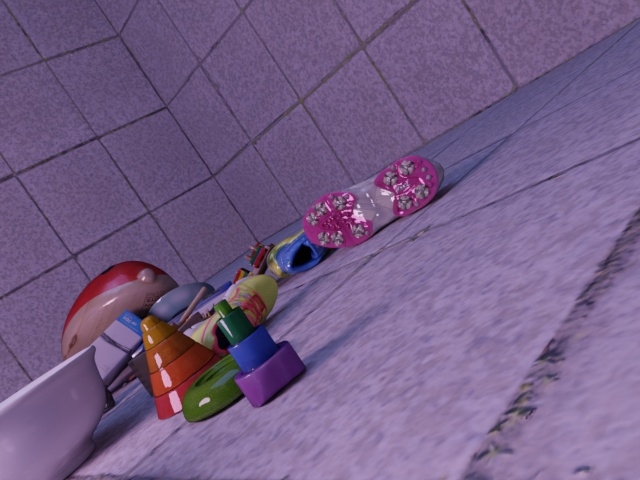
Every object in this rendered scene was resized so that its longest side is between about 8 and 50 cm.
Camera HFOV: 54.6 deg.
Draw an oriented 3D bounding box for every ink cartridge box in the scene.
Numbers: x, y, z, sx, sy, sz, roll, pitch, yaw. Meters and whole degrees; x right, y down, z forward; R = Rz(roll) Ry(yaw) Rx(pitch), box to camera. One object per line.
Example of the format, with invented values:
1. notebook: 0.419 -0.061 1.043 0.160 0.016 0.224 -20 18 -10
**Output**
1. ink cartridge box: -0.492 0.274 1.437 0.140 0.082 0.191 -53 0 38

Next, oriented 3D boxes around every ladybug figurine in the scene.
1. ladybug figurine: -0.536 0.197 1.652 0.305 0.162 0.449 -5 -34 -46

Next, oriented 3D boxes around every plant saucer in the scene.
1. plant saucer: -0.348 0.187 1.592 0.195 0.037 0.195 -28 -31 -19

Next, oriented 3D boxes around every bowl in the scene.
1. bowl: -0.425 0.292 0.899 0.297 0.134 0.298 -33 4 3

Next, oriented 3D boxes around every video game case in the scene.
1. video game case: -0.294 0.191 1.424 0.244 0.061 0.269 -33 5 -6

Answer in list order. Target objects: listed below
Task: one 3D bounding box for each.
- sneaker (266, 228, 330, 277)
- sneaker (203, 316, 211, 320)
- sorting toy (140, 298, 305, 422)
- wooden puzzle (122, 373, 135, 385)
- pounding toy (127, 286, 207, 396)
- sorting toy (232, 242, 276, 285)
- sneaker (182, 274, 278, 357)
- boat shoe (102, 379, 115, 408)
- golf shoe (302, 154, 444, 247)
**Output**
1. sneaker: 0.000 0.000 1.327 0.240 0.091 0.126 -43 20 -17
2. sneaker: -0.264 0.199 1.264 0.067 0.042 0.118 -25 12 40
3. sorting toy: -0.146 0.128 0.739 0.127 0.126 0.365 -37 5 -31
4. wooden puzzle: -0.421 0.303 1.422 0.083 0.006 0.049 -43 4 -28
5. pounding toy: -0.243 0.171 1.073 0.141 0.100 0.130 -33 6 10
6. sorting toy: -0.153 0.064 1.383 0.132 0.046 0.274 -63 -3 1
7. sneaker: -0.122 0.123 0.967 0.094 0.081 0.208 -18 21 45
8. boat shoe: -0.505 0.353 1.185 0.227 0.069 0.081 -35 -7 -11
9. golf shoe: 0.107 -0.070 1.200 0.306 0.115 0.140 -22 2 31
